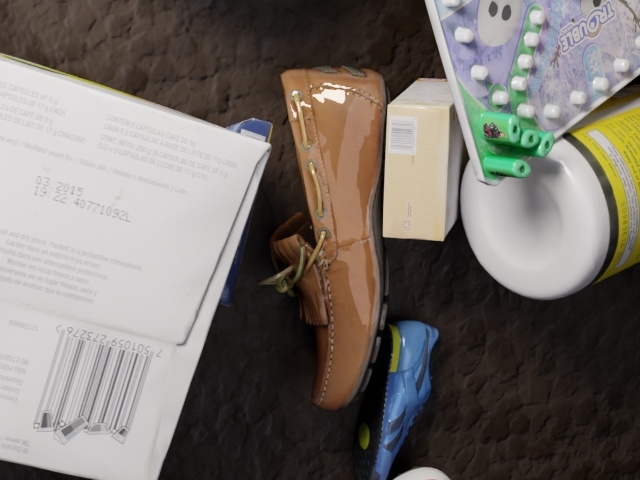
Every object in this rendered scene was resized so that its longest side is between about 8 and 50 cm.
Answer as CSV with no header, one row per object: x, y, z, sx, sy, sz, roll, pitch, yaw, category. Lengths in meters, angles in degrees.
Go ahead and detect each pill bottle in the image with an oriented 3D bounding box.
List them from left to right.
0.327,-0.067,1.779,0.334,0.188,0.188,-21,113,-40,pill bottle

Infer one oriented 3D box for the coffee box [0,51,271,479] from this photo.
-0.297,0.000,1.521,0.337,0.334,0.338,17,94,-23,coffee box

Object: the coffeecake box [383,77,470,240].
0.119,-0.091,1.736,0.068,0.185,0.142,4,105,13,coffeecake box

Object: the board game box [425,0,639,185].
0.247,-0.308,1.575,0.390,0.050,0.390,-36,120,-33,board game box

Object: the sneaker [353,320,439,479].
0.094,0.195,1.872,0.082,0.069,0.209,5,103,-25,sneaker

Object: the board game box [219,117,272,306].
-0.131,-0.026,1.681,0.060,0.194,0.194,17,78,-23,board game box

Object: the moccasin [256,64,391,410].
0.000,0.001,1.749,0.147,0.139,0.380,-2,109,-6,moccasin

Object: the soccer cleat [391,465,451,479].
0.039,0.396,1.868,0.318,0.116,0.108,-40,117,5,soccer cleat
